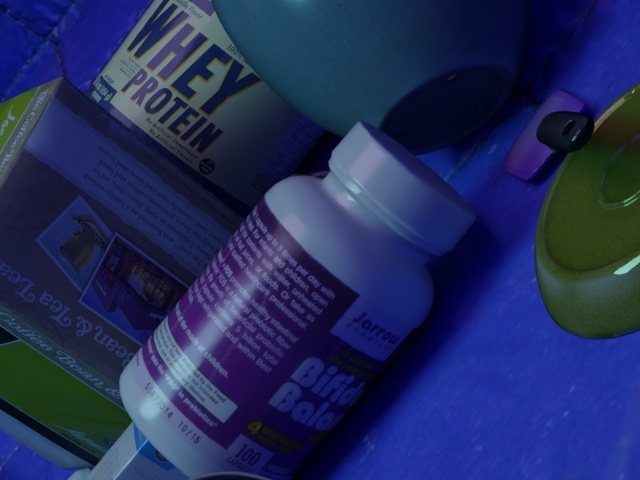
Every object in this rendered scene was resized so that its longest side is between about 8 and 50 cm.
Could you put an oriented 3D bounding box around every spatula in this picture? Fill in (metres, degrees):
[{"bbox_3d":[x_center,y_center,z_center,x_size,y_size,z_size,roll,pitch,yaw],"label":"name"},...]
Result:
[{"bbox_3d":[0.178,-0.082,1.202,0.084,0.030,0.296,-54,-1,5],"label":"spatula"}]

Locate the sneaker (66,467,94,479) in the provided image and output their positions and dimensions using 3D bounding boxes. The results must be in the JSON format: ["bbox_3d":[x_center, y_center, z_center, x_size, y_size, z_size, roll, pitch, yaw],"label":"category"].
[{"bbox_3d":[-0.339,0.305,1.608,0.235,0.153,0.094,-49,24,14],"label":"sneaker"}]

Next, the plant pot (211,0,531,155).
[{"bbox_3d":[0.071,-0.191,1.396,0.290,0.290,0.195,-41,61,31],"label":"plant pot"}]

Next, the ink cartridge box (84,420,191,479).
[{"bbox_3d":[-0.158,0.239,1.403,0.181,0.104,0.061,-50,22,11],"label":"ink cartridge box"}]

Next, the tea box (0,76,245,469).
[{"bbox_3d":[-0.251,0.050,1.537,0.323,0.329,0.220,-11,47,51],"label":"tea box"}]

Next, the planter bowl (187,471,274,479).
[{"bbox_3d":[-0.064,0.251,1.156,0.162,0.162,0.109,-57,-4,-6],"label":"planter bowl"}]

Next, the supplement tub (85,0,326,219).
[{"bbox_3d":[-0.085,-0.190,1.701,0.325,0.235,0.235,-53,22,4],"label":"supplement tub"}]

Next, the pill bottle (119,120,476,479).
[{"bbox_3d":[-0.014,0.055,1.290,0.301,0.169,0.169,-51,22,11],"label":"pill bottle"}]

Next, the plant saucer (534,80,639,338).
[{"bbox_3d":[0.231,-0.042,1.111,0.241,0.037,0.241,-43,25,25],"label":"plant saucer"}]

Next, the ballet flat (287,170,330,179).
[{"bbox_3d":[0.000,0.000,1.488,0.079,0.077,0.221,-23,32,19],"label":"ballet flat"}]
